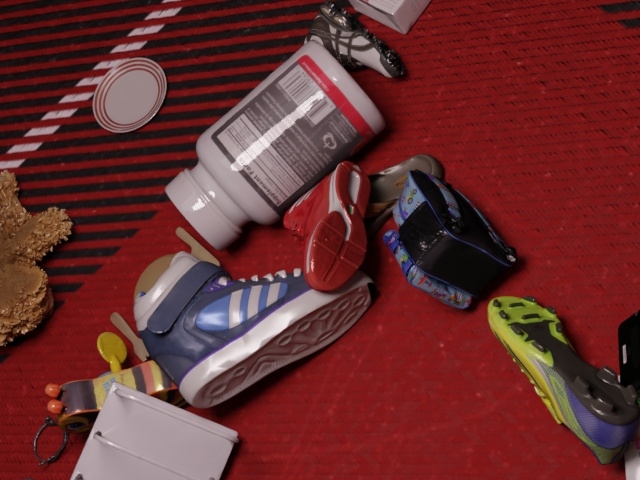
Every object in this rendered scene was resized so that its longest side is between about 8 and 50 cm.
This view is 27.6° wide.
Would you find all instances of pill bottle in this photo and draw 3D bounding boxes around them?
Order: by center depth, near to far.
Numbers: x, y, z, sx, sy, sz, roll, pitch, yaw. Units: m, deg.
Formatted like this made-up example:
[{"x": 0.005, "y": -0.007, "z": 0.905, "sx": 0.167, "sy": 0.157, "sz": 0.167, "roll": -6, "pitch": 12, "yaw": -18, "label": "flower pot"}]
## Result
[{"x": -0.073, "y": -0.135, "z": 1.949, "sx": 0.318, "sy": 0.176, "sz": 0.176, "roll": -41, "pitch": 58, "yaw": 3, "label": "pill bottle"}]

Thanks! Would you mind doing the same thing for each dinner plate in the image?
[{"x": -0.319, "y": -0.243, "z": 2.198, "sx": 0.141, "sy": 0.017, "sz": 0.141, "roll": -10, "pitch": 64, "yaw": 20, "label": "dinner plate"}]

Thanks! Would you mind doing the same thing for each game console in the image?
[{"x": 0.443, "y": 0.142, "z": 1.670, "sx": 0.107, "sy": 0.071, "sz": 0.122, "roll": -45, "pitch": 24, "yaw": 39, "label": "game console"}]

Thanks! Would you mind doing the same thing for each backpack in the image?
[{"x": 0.164, "y": -0.011, "z": 1.810, "sx": 0.117, "sy": 0.158, "sz": 0.173, "roll": -49, "pitch": 43, "yaw": 19, "label": "backpack"}]

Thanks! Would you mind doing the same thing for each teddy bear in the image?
[{"x": -0.515, "y": 0.030, "z": 2.125, "sx": 0.245, "sy": 0.113, "sz": 0.338, "roll": -48, "pitch": 50, "yaw": -11, "label": "teddy bear"}]

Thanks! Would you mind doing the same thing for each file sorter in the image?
[{"x": -0.246, "y": 0.355, "z": 1.754, "sx": 0.193, "sy": 0.173, "sz": 0.277, "roll": 23, "pitch": 82, "yaw": -6, "label": "file sorter"}]

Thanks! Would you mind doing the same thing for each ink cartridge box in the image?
[{"x": 0.140, "y": -0.437, "z": 2.055, "sx": 0.115, "sy": 0.067, "sz": 0.198, "roll": 32, "pitch": 83, "yaw": 32, "label": "ink cartridge box"}]

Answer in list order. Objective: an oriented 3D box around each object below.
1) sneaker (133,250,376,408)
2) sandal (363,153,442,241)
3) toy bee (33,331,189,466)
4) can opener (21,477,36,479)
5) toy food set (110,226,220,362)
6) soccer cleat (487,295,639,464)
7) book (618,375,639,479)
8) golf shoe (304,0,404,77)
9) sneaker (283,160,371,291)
[{"x": -0.112, "y": 0.072, "z": 1.874, "sx": 0.323, "sy": 0.130, "sz": 0.236, "roll": -31, "pitch": 60, "yaw": -10, "label": "sneaker"}, {"x": 0.078, "y": -0.060, "z": 1.918, "sx": 0.219, "sy": 0.060, "sz": 0.090, "roll": -31, "pitch": 59, "yaw": 9, "label": "sandal"}, {"x": -0.317, "y": 0.246, "z": 1.898, "sx": 0.298, "sy": 0.162, "sz": 0.195, "roll": -41, "pitch": 60, "yaw": 2, "label": "toy bee"}, {"x": -0.476, "y": 0.482, "z": 1.899, "sx": 0.076, "sy": 0.095, "sz": 0.283, "roll": 16, "pitch": 75, "yaw": 28, "label": "can opener"}, {"x": -0.233, "y": 0.085, "z": 2.009, "sx": 0.192, "sy": 0.038, "sz": 0.132, "roll": -51, "pitch": 52, "yaw": 5, "label": "toy food set"}, {"x": 0.302, "y": 0.177, "z": 1.699, "sx": 0.093, "sy": 0.121, "sz": 0.289, "roll": -13, "pitch": 38, "yaw": -26, "label": "soccer cleat"}, {"x": 0.432, "y": 0.237, "z": 1.653, "sx": 0.096, "sy": 0.035, "sz": 0.144, "roll": -11, "pitch": 65, "yaw": 23, "label": "book"}, {"x": 0.051, "y": -0.290, "z": 2.033, "sx": 0.094, "sy": 0.077, "sz": 0.198, "roll": -52, "pitch": 51, "yaw": 8, "label": "golf shoe"}, {"x": 0.000, "y": 0.000, "z": 1.852, "sx": 0.128, "sy": 0.087, "sz": 0.221, "roll": -34, "pitch": 27, "yaw": 45, "label": "sneaker"}]
